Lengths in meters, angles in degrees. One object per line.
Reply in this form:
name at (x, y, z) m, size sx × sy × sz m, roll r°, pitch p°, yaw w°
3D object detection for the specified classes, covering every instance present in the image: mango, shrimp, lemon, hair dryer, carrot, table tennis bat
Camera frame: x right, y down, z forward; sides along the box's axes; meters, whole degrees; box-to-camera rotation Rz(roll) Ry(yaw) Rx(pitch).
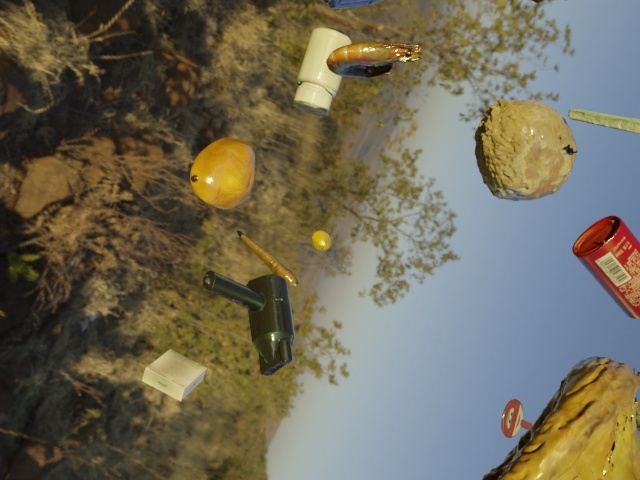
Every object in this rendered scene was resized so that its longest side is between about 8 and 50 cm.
mango at (-0.214, -0.157, 1.363) m, size 0.109 × 0.147 × 0.227 m, roll -28°, pitch -163°, yaw 34°
shrimp at (0.136, -0.456, 1.506) m, size 0.150 × 0.248 × 0.068 m, roll 19°, pitch 71°, yaw -66°
lemon at (0.000, 0.000, 1.949) m, size 0.092 × 0.065 × 0.065 m, roll 54°, pitch -48°, yaw 46°
hair dryer at (-0.180, 0.185, 1.465) m, size 0.116 × 0.302 × 0.245 m, roll -29°, pitch -127°, yaw 24°
carrot at (-0.166, 0.056, 1.830) m, size 0.049 × 0.254 × 0.049 m, roll -46°, pitch 176°, yaw -4°
table tennis bat at (0.502, 0.461, 1.517) m, size 0.019 × 0.154 × 0.098 m, roll 5°, pitch -110°, yaw 47°

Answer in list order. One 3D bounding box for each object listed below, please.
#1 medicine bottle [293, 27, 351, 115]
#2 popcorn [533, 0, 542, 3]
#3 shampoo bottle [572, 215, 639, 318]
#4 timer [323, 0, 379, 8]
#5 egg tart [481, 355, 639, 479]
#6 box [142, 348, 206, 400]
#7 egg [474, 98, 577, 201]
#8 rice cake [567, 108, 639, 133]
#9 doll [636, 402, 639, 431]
medicine bottle at (0.002, -0.554, 1.956) m, size 0.143 × 0.143 × 0.258 m, roll 41°, pitch 66°, yaw -87°
popcorn at (0.465, -0.580, 1.170) m, size 0.216 × 0.181 × 0.235 m, roll -38°, pitch 139°, yaw -21°
shampoo bottle at (0.673, 0.082, 1.283) m, size 0.118 × 0.314 × 0.076 m, roll -46°, pitch -157°, yaw 7°
timer at (0.187, -0.854, 1.739) m, size 0.394 × 0.174 × 0.395 m, roll -22°, pitch 179°, yaw 0°
egg tart at (0.313, 0.358, 0.821) m, size 0.443 × 0.178 × 0.443 m, roll -34°, pitch 150°, yaw -23°
box at (-0.419, 0.384, 1.707) m, size 0.051 × 0.130 × 0.129 m, roll -71°, pitch 168°, yaw 20°
egg at (0.546, -0.239, 1.591) m, size 0.310 × 0.279 × 0.279 m, roll 55°, pitch 48°, yaw -40°
rice cake at (0.695, -0.284, 1.415) m, size 0.033 × 0.207 × 0.033 m, roll -20°, pitch 122°, yaw -40°
doll at (0.744, 0.409, 1.404) m, size 0.091 × 0.286 × 0.203 m, roll -35°, pitch 147°, yaw 6°
